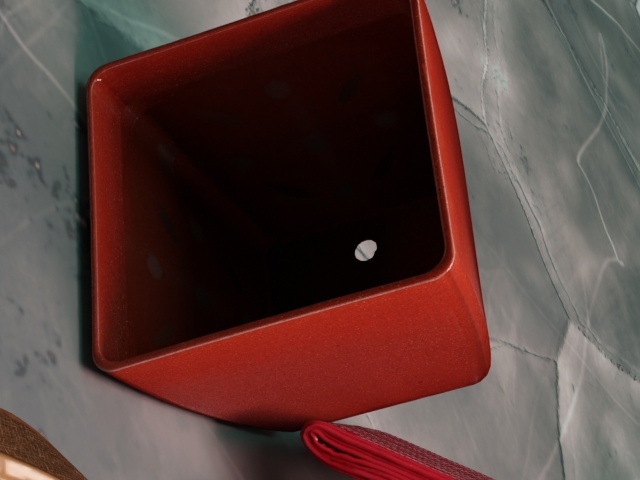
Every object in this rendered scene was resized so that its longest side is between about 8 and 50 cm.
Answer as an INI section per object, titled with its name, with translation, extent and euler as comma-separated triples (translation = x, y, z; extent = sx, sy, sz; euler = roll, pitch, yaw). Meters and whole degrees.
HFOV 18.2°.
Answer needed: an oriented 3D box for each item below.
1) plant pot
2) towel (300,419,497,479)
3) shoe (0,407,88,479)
[plant pot]
translation = 0.000, 0.000, 1.493
extent = 0.236, 0.267, 0.267
euler = 50, 28, -52
[towel]
translation = 0.099, 0.190, 1.542
extent = 0.031, 0.198, 0.275
euler = -66, 166, -1
[shoe]
translation = -0.210, 0.137, 1.200
extent = 0.076, 0.058, 0.219
euler = 46, 6, 37
